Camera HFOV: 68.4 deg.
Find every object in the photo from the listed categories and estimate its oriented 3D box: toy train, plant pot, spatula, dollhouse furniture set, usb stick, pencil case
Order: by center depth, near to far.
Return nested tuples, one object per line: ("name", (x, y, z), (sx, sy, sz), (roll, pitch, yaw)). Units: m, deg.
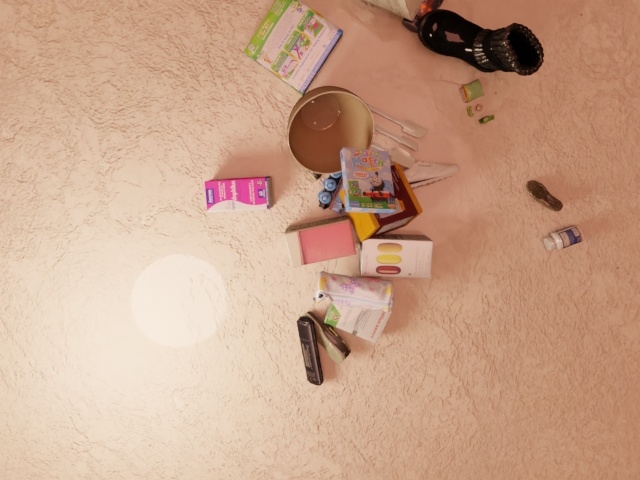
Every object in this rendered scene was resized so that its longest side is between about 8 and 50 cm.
("plant pot", (0.018, -0.390, 1.559), (0.284, 0.191, 0.284), (-7, 129, -9))
("pencil case", (0.115, 0.176, 1.617), (0.273, 0.124, 0.114), (8, 96, -3))
("dollhouse furniture set", (0.545, -0.480, 1.628), (0.076, 0.058, 0.152), (-23, 98, 3))
("spatula", (0.239, -0.370, 1.644), (0.242, 0.019, 0.168), (26, 81, -3))
("toy train", (0.060, -0.187, 1.670), (0.105, 0.080, 0.184), (22, 96, -12))
("usb stick", (-0.037, 0.412, 1.750), (0.077, 0.045, 0.278), (6, 113, 38))

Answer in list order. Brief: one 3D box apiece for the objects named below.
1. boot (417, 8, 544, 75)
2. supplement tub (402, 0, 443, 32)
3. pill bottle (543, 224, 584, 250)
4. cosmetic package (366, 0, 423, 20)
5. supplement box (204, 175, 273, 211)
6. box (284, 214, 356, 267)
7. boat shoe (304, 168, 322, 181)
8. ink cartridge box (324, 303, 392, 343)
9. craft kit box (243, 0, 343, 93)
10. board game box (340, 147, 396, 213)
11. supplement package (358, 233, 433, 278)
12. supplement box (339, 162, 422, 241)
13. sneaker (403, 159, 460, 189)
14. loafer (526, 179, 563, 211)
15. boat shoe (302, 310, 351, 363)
("boot", (0.498, -0.625, 1.469), (0.347, 0.260, 0.131), (15, 108, -15))
("supplement tub", (0.348, -0.795, 1.553), (0.106, 0.106, 0.198), (30, 99, -4))
("pill bottle", (0.876, -0.006, 1.699), (0.120, 0.067, 0.067), (-21, 98, 4))
("cosmetic package", (0.184, -0.832, 1.478), (0.296, 0.153, 0.129), (33, 99, 16))
("supplement box", (-0.284, -0.163, 1.655), (0.219, 0.114, 0.111), (-3, 100, 2))
("box", (0.000, 0.000, 1.661), (0.232, 0.148, 0.127), (-12, 100, 3))
("boat shoe", (-0.048, -0.269, 1.670), (0.133, 0.049, 0.042), (44, 91, -9))
("ink cartridge box", (0.138, 0.264, 1.733), (0.208, 0.087, 0.153), (25, 98, -3))
("craft kit box", (-0.092, -0.671, 1.602), (0.246, 0.061, 0.250), (34, 98, -8))
("board game box", (0.150, -0.191, 1.501), (0.160, 0.039, 0.212), (1, 69, -16))
("supplement package", (0.262, 0.052, 1.675), (0.243, 0.134, 0.139), (1, 99, 0))
("supplement box", (0.201, -0.129, 1.587), (0.194, 0.129, 0.191), (-18, 76, -22))
("sneaker", (0.373, -0.242, 1.657), (0.235, 0.090, 0.095), (-14, 86, 0))
("loafer", (0.796, -0.155, 1.686), (0.056, 0.050, 0.148), (-44, 81, 3))
("boat shoe", (0.022, 0.351, 1.759), (0.068, 0.081, 0.228), (-36, 85, -38))
